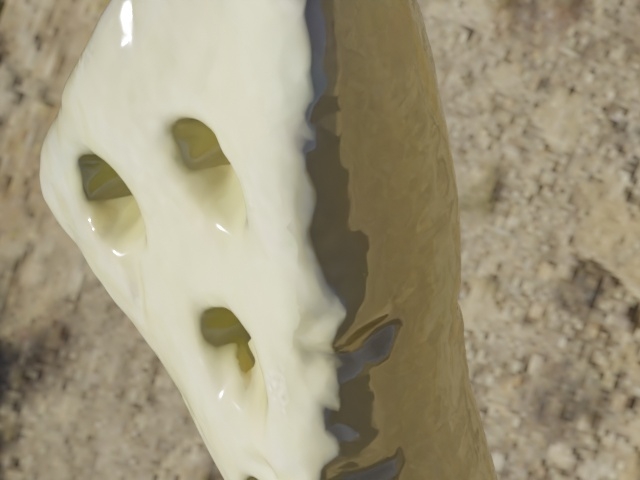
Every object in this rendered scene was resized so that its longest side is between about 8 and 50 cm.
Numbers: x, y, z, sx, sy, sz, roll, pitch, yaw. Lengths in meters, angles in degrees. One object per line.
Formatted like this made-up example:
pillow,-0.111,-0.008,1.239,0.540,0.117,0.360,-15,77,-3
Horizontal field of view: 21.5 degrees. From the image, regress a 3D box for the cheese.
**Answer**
cheese,0.000,0.000,0.826,0.351,0.129,0.328,54,149,18
